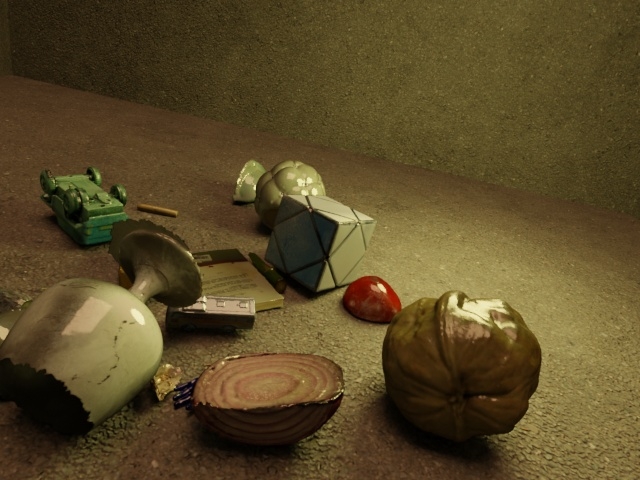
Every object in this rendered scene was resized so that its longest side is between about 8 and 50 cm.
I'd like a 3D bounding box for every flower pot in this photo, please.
[{"bbox_3d":[-0.102,-0.137,1.561,0.245,0.246,0.195,16,56,8],"label":"flower pot"}]

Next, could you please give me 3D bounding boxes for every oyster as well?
[{"bbox_3d":[-0.286,0.256,0.846,0.051,0.034,0.093,32,15,4],"label":"oyster"}]

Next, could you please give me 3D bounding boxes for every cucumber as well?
[{"bbox_3d":[-0.632,0.126,0.929,0.111,0.064,0.064,16,24,8],"label":"cucumber"}]

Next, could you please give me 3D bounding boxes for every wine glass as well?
[{"bbox_3d":[-0.360,0.139,0.791,0.237,0.238,0.323,16,36,8],"label":"wine glass"}]

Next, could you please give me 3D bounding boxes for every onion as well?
[{"bbox_3d":[-0.084,0.278,0.818,0.249,0.112,0.247,-1,5,-1],"label":"onion"}]

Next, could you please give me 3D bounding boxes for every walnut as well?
[{"bbox_3d":[0.264,0.228,0.892,0.253,0.282,0.277,53,31,-7],"label":"walnut"}]

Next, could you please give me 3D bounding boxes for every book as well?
[{"bbox_3d":[-0.247,0.101,1.214,0.201,0.026,0.289,-5,30,-34],"label":"book"}]

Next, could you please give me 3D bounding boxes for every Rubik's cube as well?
[{"bbox_3d":[0.000,0.000,1.307,0.204,0.205,0.207,30,19,32],"label":"Rubik's cube"}]

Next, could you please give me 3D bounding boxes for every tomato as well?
[{"bbox_3d":[0.144,0.143,1.232,0.159,0.091,0.139,14,25,-1],"label":"tomato"}]

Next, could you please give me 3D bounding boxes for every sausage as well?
[{"bbox_3d":[-0.533,-0.100,1.528,0.132,0.024,0.024,12,24,-3],"label":"sausage"}]

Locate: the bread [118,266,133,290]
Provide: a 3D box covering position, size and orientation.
[{"bbox_3d":[-0.437,0.058,1.144,0.101,0.095,0.245,-6,27,-16],"label":"bread"}]

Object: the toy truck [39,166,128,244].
[{"bbox_3d":[-0.658,-0.100,1.302,0.278,0.156,0.154,28,28,34],"label":"toy truck"}]

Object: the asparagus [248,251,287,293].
[{"bbox_3d":[-0.152,0.084,1.280,0.041,0.045,0.178,-24,37,-26],"label":"asparagus"}]

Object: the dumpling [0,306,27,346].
[{"bbox_3d":[-0.517,0.178,0.813,0.152,0.108,0.219,19,27,17],"label":"dumpling"}]

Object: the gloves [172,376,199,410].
[{"bbox_3d":[-0.222,0.275,0.838,0.086,0.026,0.064,-10,35,-42],"label":"gloves"}]

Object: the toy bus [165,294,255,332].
[{"bbox_3d":[-0.236,0.157,1.015,0.190,0.075,0.064,6,51,-17],"label":"toy bus"}]

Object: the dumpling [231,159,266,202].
[{"bbox_3d":[-0.270,-0.218,1.785,0.104,0.149,0.216,-22,8,38],"label":"dumpling"}]
